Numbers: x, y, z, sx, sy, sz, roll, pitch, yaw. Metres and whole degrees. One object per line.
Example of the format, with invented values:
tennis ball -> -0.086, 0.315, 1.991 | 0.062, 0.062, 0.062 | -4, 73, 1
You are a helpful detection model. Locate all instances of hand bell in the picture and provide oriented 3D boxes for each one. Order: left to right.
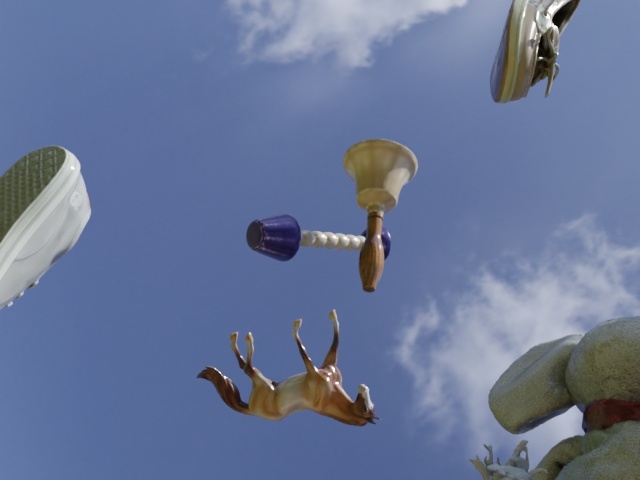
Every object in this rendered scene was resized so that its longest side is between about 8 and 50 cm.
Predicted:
hand bell -> 0.084, -0.028, 1.251 | 0.126, 0.126, 0.242 | -26, -137, 41

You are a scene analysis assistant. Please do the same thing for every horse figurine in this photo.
horse figurine -> -0.051, 0.213, 1.213 | 0.263, 0.066, 0.175 | -14, -87, 15

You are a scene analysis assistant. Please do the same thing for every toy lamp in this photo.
toy lamp -> 0.000, 0.000, 1.320 | 0.080, 0.274, 0.080 | -5, -97, 50

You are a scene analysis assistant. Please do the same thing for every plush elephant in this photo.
plush elephant -> 0.283, 0.185, 0.689 | 0.330, 0.255, 0.271 | 39, -26, -17

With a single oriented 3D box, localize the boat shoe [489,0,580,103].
boat shoe -> 0.280, -0.267, 1.017 | 0.089, 0.285, 0.105 | 18, -42, 8

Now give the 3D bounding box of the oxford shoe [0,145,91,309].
oxford shoe -> -0.489, 0.054, 1.159 | 0.169, 0.449, 0.130 | 15, -33, 32
